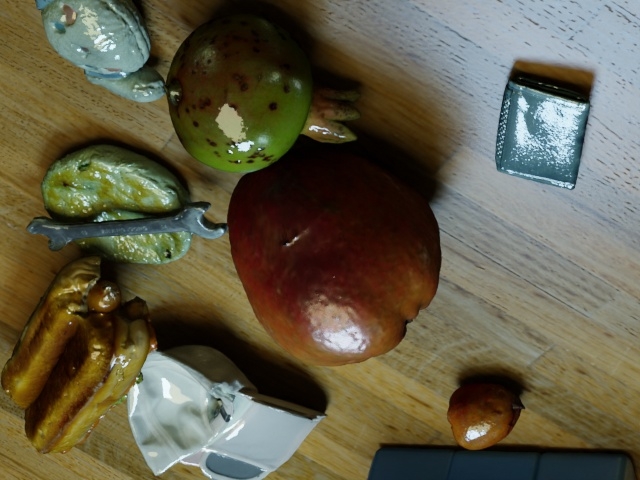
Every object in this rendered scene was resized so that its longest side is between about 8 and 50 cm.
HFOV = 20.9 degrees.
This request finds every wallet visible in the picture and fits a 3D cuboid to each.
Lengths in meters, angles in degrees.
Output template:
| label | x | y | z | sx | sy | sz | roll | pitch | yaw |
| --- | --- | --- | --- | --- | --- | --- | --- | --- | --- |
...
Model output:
| label | x | y | z | sx | sy | sz | roll | pitch | yaw |
| --- | --- | --- | --- | --- | --- | --- | --- | --- | --- |
| wallet | 0.222 | -0.109 | 1.740 | 0.088 | 0.026 | 0.129 | 15 | 140 | 12 |

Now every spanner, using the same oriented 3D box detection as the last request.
| label | x | y | z | sx | sy | sz | roll | pitch | yaw |
| --- | --- | --- | --- | --- | --- | --- | --- | --- | --- |
| spanner | -0.222 | -0.015 | 1.960 | 0.254 | 0.015 | 0.054 | -4 | 135 | 26 |

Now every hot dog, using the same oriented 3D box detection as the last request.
| label | x | y | z | sx | sy | sz | roll | pitch | yaw |
| --- | --- | --- | --- | --- | --- | --- | --- | --- | --- |
| hot dog | -0.289 | 0.144 | 2.113 | 0.158 | 0.117 | 0.349 | 59 | 146 | 15 |

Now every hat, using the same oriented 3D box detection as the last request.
| label | x | y | z | sx | sy | sz | roll | pitch | yaw |
| --- | --- | --- | --- | --- | --- | --- | --- | --- | --- |
| hat | -0.113 | 0.200 | 2.178 | 0.226 | 0.164 | 0.219 | -5 | 149 | -35 |

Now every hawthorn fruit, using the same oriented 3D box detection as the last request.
| label | x | y | z | sx | sy | sz | roll | pitch | yaw |
| --- | --- | --- | --- | --- | --- | --- | --- | --- | --- |
| hawthorn fruit | 0.000 | 0.000 | 1.816 | 0.261 | 0.224 | 0.224 | 46 | 135 | -6 |
| hawthorn fruit | 0.200 | 0.206 | 2.056 | 0.093 | 0.081 | 0.081 | -14 | 130 | 19 |

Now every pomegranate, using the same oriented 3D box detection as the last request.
| label | x | y | z | sx | sy | sz | roll | pitch | yaw |
| --- | --- | --- | --- | --- | --- | --- | --- | --- | --- |
| pomegranate | -0.059 | -0.143 | 1.733 | 0.205 | 0.159 | 0.159 | 12 | 143 | -20 |

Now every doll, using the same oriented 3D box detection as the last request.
| label | x | y | z | sx | sy | sz | roll | pitch | yaw |
| --- | --- | --- | --- | --- | --- | --- | --- | --- | --- |
| doll | -0.231 | -0.218 | 1.766 | 0.103 | 0.071 | 0.214 | 4 | 147 | 35 |

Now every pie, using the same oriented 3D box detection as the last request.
| label | x | y | z | sx | sy | sz | roll | pitch | yaw |
| --- | --- | --- | --- | --- | --- | --- | --- | --- | --- |
| pie | -0.231 | -0.039 | 1.982 | 0.187 | 0.041 | 0.187 | 11 | 139 | 10 |

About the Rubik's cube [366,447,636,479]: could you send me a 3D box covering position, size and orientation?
| label | x | y | z | sx | sy | sz | roll | pitch | yaw |
| --- | --- | --- | --- | --- | --- | --- | --- | --- | --- |
| Rubik's cube | 0.226 | 0.492 | 2.156 | 0.344 | 0.347 | 0.346 | -2 | 135 | 22 |
